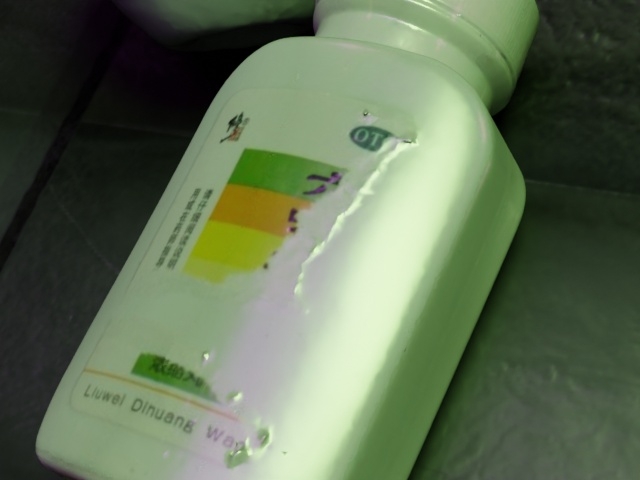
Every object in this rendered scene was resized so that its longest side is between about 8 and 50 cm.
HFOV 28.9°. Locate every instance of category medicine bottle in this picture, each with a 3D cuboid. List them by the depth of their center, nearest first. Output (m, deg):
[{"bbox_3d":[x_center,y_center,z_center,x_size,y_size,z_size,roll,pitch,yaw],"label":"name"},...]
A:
[{"bbox_3d":[0.000,0.000,0.577,0.161,0.111,0.296,16,69,33],"label":"medicine bottle"}]

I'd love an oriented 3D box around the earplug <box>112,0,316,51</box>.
[{"bbox_3d":[-0.044,-0.251,0.728,0.214,0.175,0.325,-10,48,27],"label":"earplug"}]
